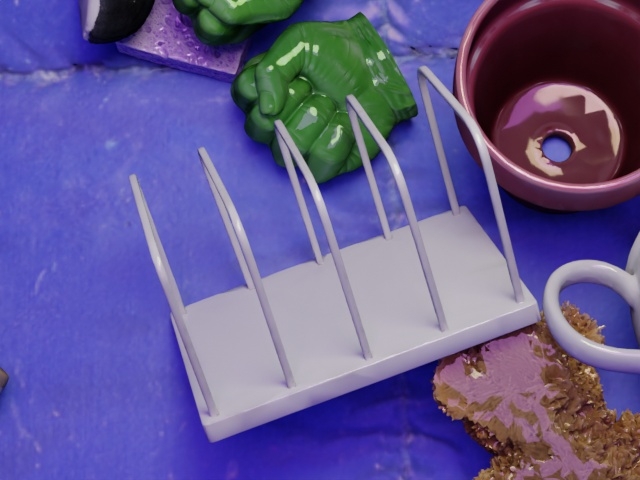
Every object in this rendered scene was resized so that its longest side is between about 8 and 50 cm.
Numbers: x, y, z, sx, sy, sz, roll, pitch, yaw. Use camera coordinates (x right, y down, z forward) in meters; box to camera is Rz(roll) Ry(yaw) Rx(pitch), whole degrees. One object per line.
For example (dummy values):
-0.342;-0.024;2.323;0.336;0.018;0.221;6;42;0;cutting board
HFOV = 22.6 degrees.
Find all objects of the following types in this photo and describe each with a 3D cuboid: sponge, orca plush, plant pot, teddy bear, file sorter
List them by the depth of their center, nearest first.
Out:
0.000;0.000;1.288;0.278;0.193;0.173;-20;117;-4;file sorter
0.208;0.222;1.305;0.245;0.113;0.338;-43;84;-4;teddy bear
0.208;-0.109;1.351;0.201;0.180;0.201;0;74;2;plant pot
-0.169;-0.307;1.465;0.102;0.151;0.287;2;52;-18;orca plush
-0.100;-0.256;1.482;0.117;0.031;0.210;16;75;6;sponge

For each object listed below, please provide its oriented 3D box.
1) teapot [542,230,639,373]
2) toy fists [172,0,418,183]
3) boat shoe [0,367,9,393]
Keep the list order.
0.333;0.024;1.295;0.187;0.256;0.252;40;97;35;teapot
-0.034;-0.185;1.397;0.142;0.096;0.279;-30;97;-3;toy fists
-0.409;0.096;1.342;0.285;0.103;0.092;22;78;-7;boat shoe
